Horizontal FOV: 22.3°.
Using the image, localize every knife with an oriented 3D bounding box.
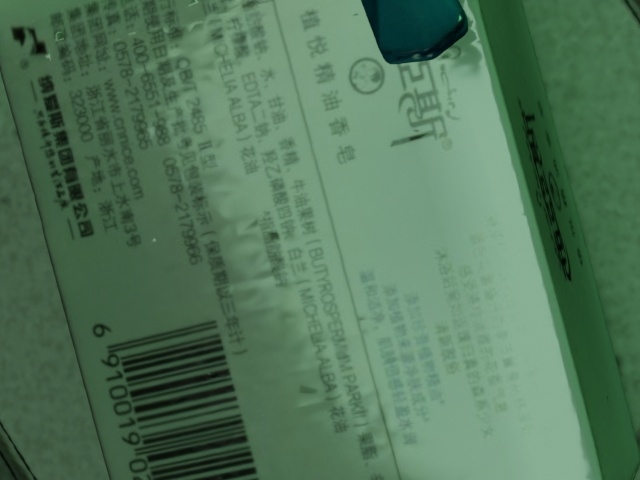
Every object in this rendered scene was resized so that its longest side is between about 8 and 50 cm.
[{"bbox_3d":[0.003,-0.161,0.628,0.044,0.026,0.296,-19,47,3],"label":"knife"}]

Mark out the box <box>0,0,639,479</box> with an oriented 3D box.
[{"bbox_3d":[0.001,0.000,0.691,0.203,0.116,0.274,-15,92,17],"label":"box"}]
